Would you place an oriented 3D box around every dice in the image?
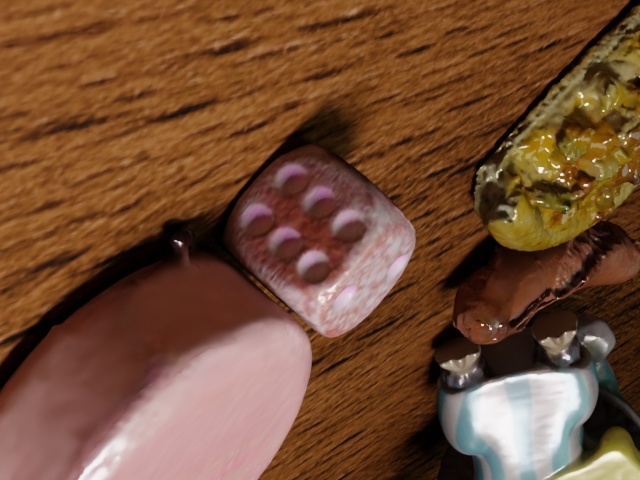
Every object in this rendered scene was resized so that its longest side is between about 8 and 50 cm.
[{"bbox_3d":[0.000,0.000,0.954,0.094,0.093,0.091,-51,159,-3],"label":"dice"}]

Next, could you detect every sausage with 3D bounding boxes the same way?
[{"bbox_3d":[0.224,0.029,1.451,0.079,0.087,0.326,-15,-179,38],"label":"sausage"}]

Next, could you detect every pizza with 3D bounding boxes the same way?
[{"bbox_3d":[0.243,-0.067,1.348,0.258,0.087,0.268,-44,160,-8],"label":"pizza"}]

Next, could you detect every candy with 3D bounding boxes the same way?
[{"bbox_3d":[-0.110,0.117,0.925,0.255,0.094,0.255,-40,156,-22],"label":"candy"}]

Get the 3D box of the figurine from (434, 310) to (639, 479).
[{"bbox_3d":[0.227,0.202,1.646,0.266,0.361,0.378,-15,-161,3],"label":"figurine"}]
